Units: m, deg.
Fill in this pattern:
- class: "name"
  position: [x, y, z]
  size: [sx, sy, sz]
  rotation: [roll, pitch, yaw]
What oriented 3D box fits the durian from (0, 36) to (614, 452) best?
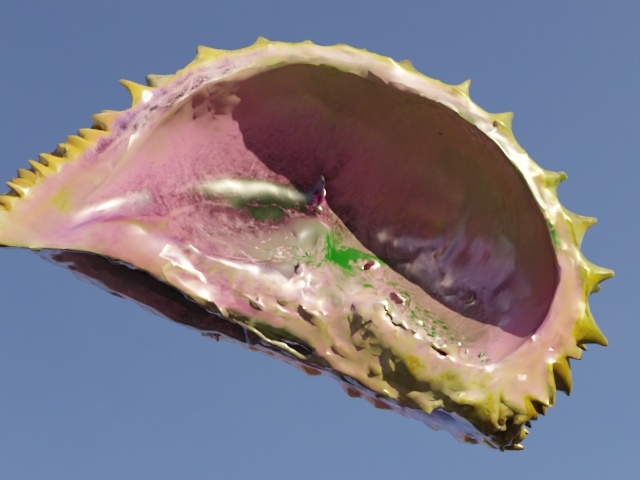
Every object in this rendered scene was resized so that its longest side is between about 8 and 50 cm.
- class: "durian"
  position: [0.003, -0.006, 0.810]
  size: [0.260, 0.154, 0.186]
  rotation: [35, -89, -4]
